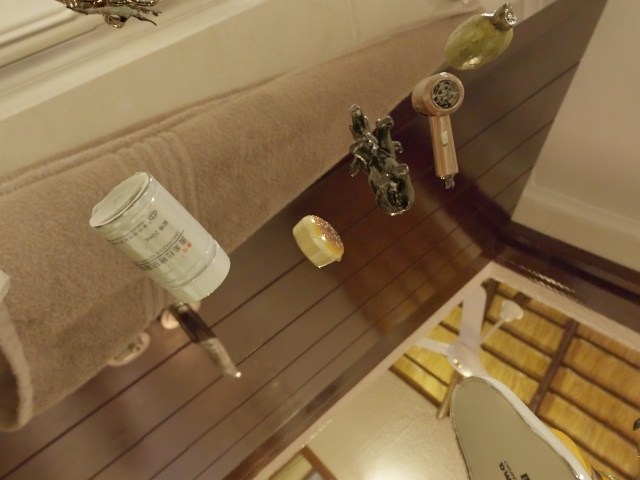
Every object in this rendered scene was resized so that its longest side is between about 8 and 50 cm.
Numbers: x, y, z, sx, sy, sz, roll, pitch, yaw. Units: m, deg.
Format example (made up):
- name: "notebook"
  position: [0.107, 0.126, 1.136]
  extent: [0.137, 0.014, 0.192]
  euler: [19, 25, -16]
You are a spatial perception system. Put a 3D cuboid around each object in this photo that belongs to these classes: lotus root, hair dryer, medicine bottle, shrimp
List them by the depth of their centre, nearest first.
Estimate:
- name: "shrimp"
  position: [-0.186, -0.217, 0.396]
  extent: [0.190, 0.073, 0.074]
  euler: [6, 84, -74]
- name: "hair dryer"
  position: [0.194, -0.169, 0.768]
  extent: [0.117, 0.064, 0.181]
  euler: [-88, 165, -75]
- name: "lotus root"
  position: [0.277, -0.345, 0.839]
  extent: [0.183, 0.091, 0.077]
  euler: [-166, -122, -80]
- name: "medicine bottle"
  position: [-0.402, 0.003, 1.256]
  extent: [0.190, 0.190, 0.332]
  euler: [25, -22, 50]

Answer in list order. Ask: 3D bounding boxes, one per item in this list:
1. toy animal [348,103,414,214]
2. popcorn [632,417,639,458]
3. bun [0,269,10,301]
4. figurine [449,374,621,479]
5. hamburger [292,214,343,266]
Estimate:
- name: "toy animal"
  position: [0.106, -0.153, 0.938]
  extent: [0.146, 0.115, 0.244]
  euler: [52, 26, -65]
- name: "popcorn"
  position: [0.556, 0.262, 0.663]
  extent: [0.173, 0.195, 0.168]
  euler: [58, -18, 11]
- name: "bun"
  position: [-0.578, 0.095, 0.640]
  extent: [0.175, 0.263, 0.263]
  euler: [53, -20, -27]
- name: "figurine"
  position: [0.259, 0.248, 0.509]
  extent: [0.249, 0.141, 0.166]
  euler: [70, -27, 24]
- name: "hamburger"
  position: [0.000, 0.000, 1.135]
  extent: [0.141, 0.082, 0.126]
  euler: [45, 16, -48]
